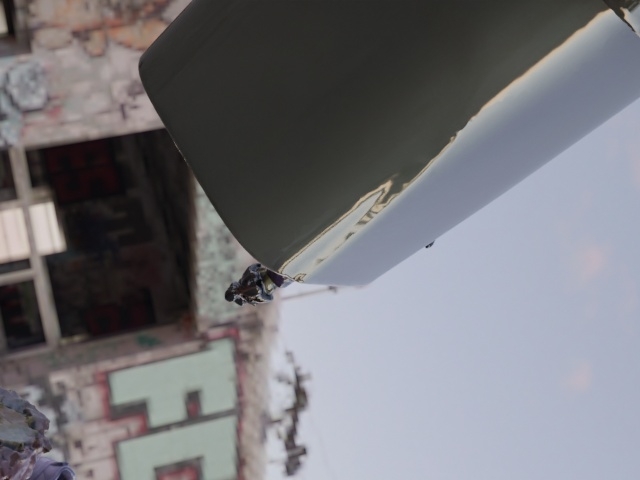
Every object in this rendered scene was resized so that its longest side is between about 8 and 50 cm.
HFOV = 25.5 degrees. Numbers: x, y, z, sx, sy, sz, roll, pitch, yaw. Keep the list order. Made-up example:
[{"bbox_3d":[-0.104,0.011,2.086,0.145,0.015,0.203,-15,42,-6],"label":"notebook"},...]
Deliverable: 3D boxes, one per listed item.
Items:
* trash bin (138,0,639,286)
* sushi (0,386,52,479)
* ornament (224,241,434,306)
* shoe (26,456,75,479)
[{"bbox_3d":[0.054,-0.112,0.791,0.250,0.220,0.219,-40,-112,21],"label":"trash bin"},{"bbox_3d":[-0.471,0.254,1.707,0.236,0.270,0.171,-86,-162,-67],"label":"sushi"},{"bbox_3d":[0.005,-0.004,1.198,0.203,0.081,0.088,-29,-82,29],"label":"ornament"},{"bbox_3d":[-0.377,0.411,1.952,0.137,0.095,0.245,-11,-90,43],"label":"shoe"}]
